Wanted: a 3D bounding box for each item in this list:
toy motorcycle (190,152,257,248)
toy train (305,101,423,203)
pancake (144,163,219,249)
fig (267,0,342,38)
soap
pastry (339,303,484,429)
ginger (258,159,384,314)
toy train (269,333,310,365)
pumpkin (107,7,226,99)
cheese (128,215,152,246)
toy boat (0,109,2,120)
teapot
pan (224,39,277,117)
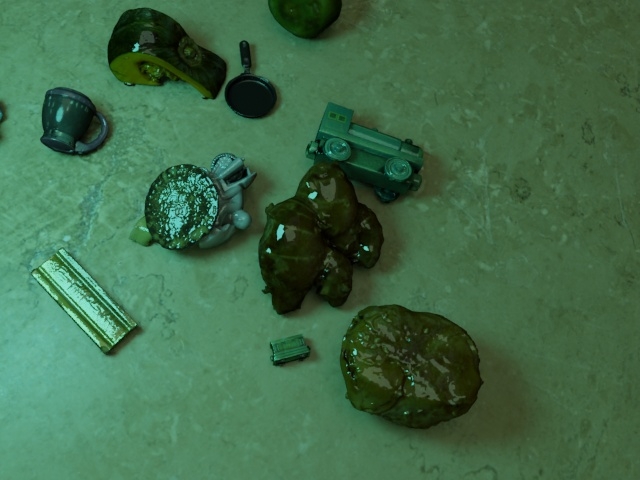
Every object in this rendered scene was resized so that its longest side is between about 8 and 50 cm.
[{"bbox_3d":[-0.236,-0.078,1.507,0.171,0.110,0.260,30,72,5],"label":"toy motorcycle"},{"bbox_3d":[0.117,-0.221,1.625,0.298,0.120,0.194,18,58,-5],"label":"toy train"},{"bbox_3d":[-0.314,-0.075,1.452,0.199,0.021,0.199,-2,82,16],"label":"pancake"},{"bbox_3d":[-0.022,-0.690,1.777,0.206,0.206,0.275,27,52,2],"label":"fig"},{"bbox_3d":[-0.516,0.131,1.411,0.252,0.037,0.092,44,69,9],"label":"soap"},{"bbox_3d":[0.188,0.276,1.402,0.311,0.162,0.255,19,64,1],"label":"pastry"},{"bbox_3d":[-0.009,0.006,1.493,0.274,0.152,0.357,48,69,-20],"label":"ginger"},{"bbox_3d":[-0.069,0.244,1.440,0.093,0.038,0.056,-12,64,-14],"label":"toy train"},{"bbox_3d":[-0.405,-0.457,1.654,0.280,0.190,0.139,33,56,-43],"label":"pumpkin"},{"bbox_3d":[-0.399,-0.024,1.492,0.060,0.041,0.084,36,65,5],"label":"cheese"},{"bbox_3d":[-0.817,-0.307,1.530,0.102,0.088,0.215,-17,66,-52],"label":"toy boat"},{"bbox_3d":[-0.600,-0.275,1.544,0.116,0.148,0.146,4,75,31],"label":"teapot"},{"bbox_3d":[-0.190,-0.423,1.703,0.136,0.028,0.235,-4,71,-12],"label":"pan"}]
